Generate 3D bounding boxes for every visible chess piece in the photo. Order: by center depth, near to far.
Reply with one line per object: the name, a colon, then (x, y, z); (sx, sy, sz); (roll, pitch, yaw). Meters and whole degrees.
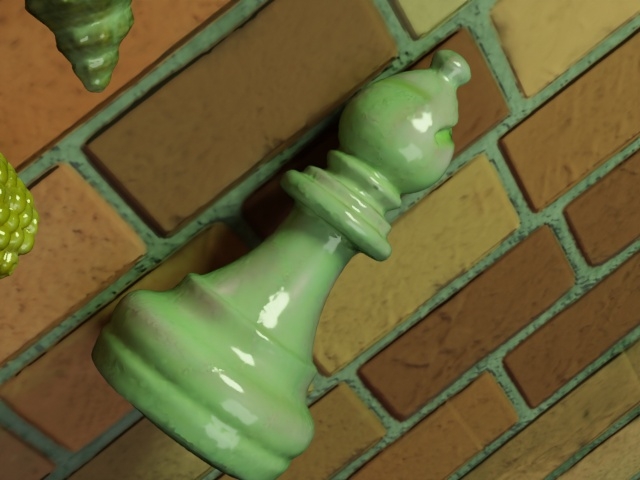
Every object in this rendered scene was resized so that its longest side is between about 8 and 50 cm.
chess piece: (0.000, 0.000, 0.710); (0.272, 0.139, 0.139); (-51, 135, -1)

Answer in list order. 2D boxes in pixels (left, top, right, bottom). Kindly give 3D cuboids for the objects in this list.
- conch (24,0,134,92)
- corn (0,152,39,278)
conch: (-0.128, -0.176, 0.496); (0.137, 0.114, 0.234); (-34, 101, -18)
corn: (-0.231, -0.054, 0.529); (0.091, 0.091, 0.260); (-46, 138, 4)
